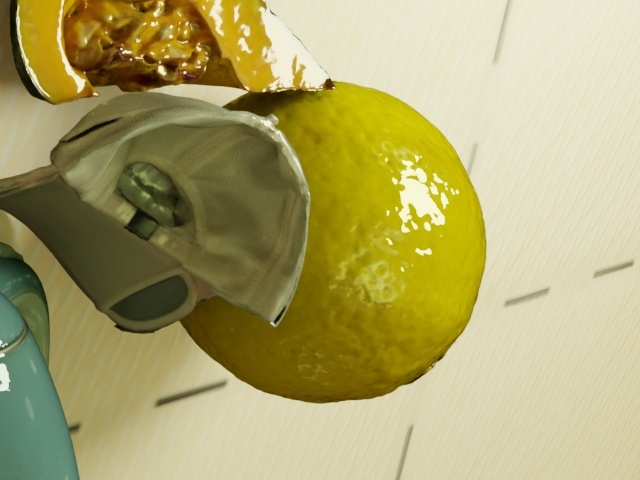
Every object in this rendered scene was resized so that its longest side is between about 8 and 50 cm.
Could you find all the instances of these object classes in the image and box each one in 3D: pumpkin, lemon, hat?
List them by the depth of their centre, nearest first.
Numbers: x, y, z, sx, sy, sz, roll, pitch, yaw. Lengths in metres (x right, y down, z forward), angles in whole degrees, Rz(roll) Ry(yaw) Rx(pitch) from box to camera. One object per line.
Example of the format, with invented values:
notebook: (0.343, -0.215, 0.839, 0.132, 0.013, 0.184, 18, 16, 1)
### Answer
hat: (-0.135, -0.034, 1.278, 0.219, 0.226, 0.164, 42, 74, -37)
pumpkin: (-0.124, -0.191, 1.296, 0.278, 0.111, 0.163, -5, 103, -36)
lemon: (0.001, 0.000, 1.430, 0.293, 0.293, 0.293, -30, 135, -36)

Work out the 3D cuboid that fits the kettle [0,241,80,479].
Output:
kettle: (-0.277, 0.169, 1.272, 0.319, 0.247, 0.342, -58, 155, -68)
